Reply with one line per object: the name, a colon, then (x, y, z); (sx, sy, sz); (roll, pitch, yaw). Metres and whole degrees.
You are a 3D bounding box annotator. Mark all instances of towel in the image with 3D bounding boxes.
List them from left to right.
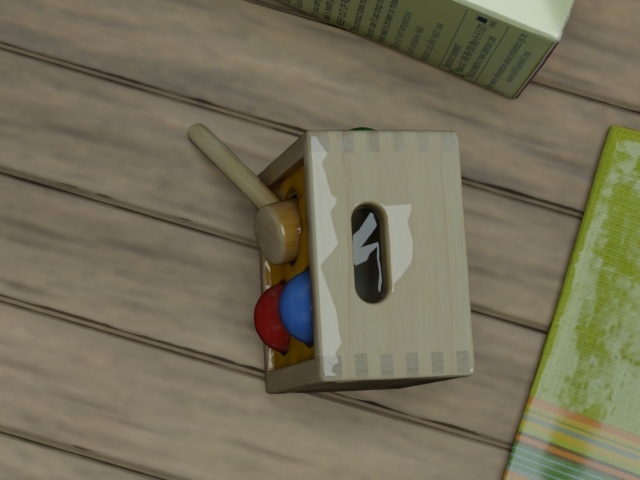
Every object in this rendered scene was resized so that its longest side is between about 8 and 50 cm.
towel: (0.161, 0.065, 0.754); (0.102, 0.021, 0.237); (18, 81, -1)

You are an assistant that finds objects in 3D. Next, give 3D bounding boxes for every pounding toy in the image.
pounding toy: (0.000, 0.000, 0.711); (0.100, 0.130, 0.141); (-1, 82, -15)

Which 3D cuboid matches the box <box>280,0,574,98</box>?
box: (0.036, -0.222, 0.742); (0.243, 0.117, 0.213); (23, 81, 0)
